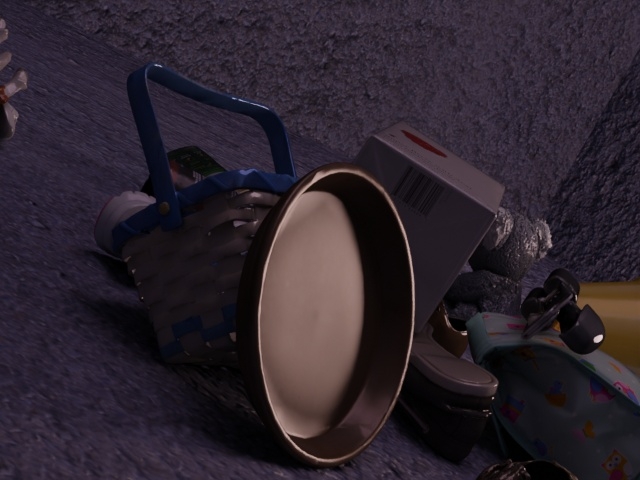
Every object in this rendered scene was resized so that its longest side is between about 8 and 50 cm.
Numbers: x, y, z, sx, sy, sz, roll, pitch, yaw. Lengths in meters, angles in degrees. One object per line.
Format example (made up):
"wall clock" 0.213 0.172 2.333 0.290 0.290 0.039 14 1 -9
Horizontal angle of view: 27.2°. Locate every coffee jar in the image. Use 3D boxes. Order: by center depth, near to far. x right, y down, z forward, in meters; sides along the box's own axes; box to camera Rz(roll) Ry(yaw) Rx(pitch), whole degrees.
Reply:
"coffee jar" -0.154 -0.060 1.881 0.096 0.079 0.184 -23 44 -36

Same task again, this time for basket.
"basket" -0.081 -0.022 1.320 0.254 0.201 0.289 10 57 -58

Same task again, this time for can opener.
"can opener" 0.295 0.094 1.608 0.095 0.076 0.283 47 11 7

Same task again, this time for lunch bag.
"lunch bag" 0.289 0.193 1.636 0.262 0.160 0.223 34 10 -2

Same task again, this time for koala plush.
"koala plush" 0.293 0.049 2.223 0.196 0.221 0.203 19 14 -49

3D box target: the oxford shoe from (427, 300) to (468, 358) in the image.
"oxford shoe" 0.114 0.105 1.782 0.227 0.096 0.083 19 15 -39

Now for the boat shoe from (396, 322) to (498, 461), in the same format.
"boat shoe" 0.099 0.153 1.556 0.112 0.096 0.335 10 11 -22

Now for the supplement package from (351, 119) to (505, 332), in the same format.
"supplement package" 0.110 -0.028 1.662 0.177 0.175 0.293 33 12 3

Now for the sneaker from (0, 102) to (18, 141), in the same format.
"sneaker" -0.428 -0.167 1.770 0.061 0.054 0.152 26 9 -36

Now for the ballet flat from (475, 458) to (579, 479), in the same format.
"ballet flat" 0.231 0.259 1.404 0.084 0.058 0.250 35 11 30

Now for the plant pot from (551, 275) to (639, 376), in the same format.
"plant pot" 0.481 0.167 2.144 0.239 0.254 0.254 11 14 -15

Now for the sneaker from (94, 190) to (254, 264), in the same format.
"sneaker" -0.127 0.031 1.486 0.252 0.103 0.111 15 17 -28

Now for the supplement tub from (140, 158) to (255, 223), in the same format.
"supplement tub" -0.133 -0.018 1.676 0.197 0.106 0.106 26 9 -18

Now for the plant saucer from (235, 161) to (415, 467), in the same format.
"plant saucer" 0.006 0.067 1.212 0.041 0.278 0.278 3 -6 33

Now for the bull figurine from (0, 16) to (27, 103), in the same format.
"bull figurine" -0.528 -0.256 1.706 0.310 0.101 0.188 40 50 17
